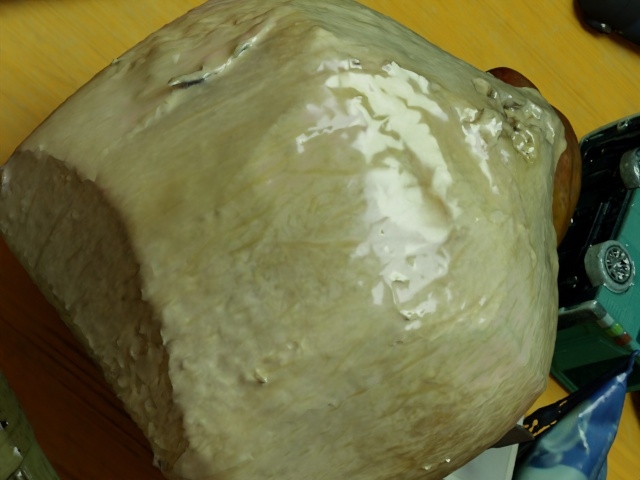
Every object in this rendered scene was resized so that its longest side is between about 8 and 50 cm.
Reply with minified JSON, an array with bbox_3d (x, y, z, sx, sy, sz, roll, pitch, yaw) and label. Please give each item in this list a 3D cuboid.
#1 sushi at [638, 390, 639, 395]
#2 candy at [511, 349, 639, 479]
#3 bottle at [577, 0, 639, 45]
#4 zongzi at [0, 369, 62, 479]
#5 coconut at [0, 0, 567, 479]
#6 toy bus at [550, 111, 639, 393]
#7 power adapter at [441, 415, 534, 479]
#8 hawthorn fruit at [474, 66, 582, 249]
[{"bbox_3d":[0.461,0.178,1.910,0.350,0.171,0.211,54,49,-11],"label":"sushi"},{"bbox_3d":[0.165,0.231,1.619,0.077,0.187,0.331,42,52,-6],"label":"candy"},{"bbox_3d":[0.369,-0.221,2.050,0.244,0.082,0.072,22,16,-36],"label":"bottle"},{"bbox_3d":[-0.416,0.095,1.119,0.467,0.218,0.500,-33,97,-44],"label":"zongzi"},{"bbox_3d":[0.000,0.000,1.369,0.404,0.404,0.404,17,64,-37],"label":"coconut"},{"bbox_3d":[0.284,0.012,1.845,0.147,0.128,0.256,44,52,-23],"label":"toy bus"},{"bbox_3d":[0.097,0.143,1.572,0.125,0.205,0.130,34,56,-28],"label":"power adapter"},{"bbox_3d":[0.107,-0.027,1.670,0.208,0.208,0.248,27,74,-32],"label":"hawthorn fruit"}]
